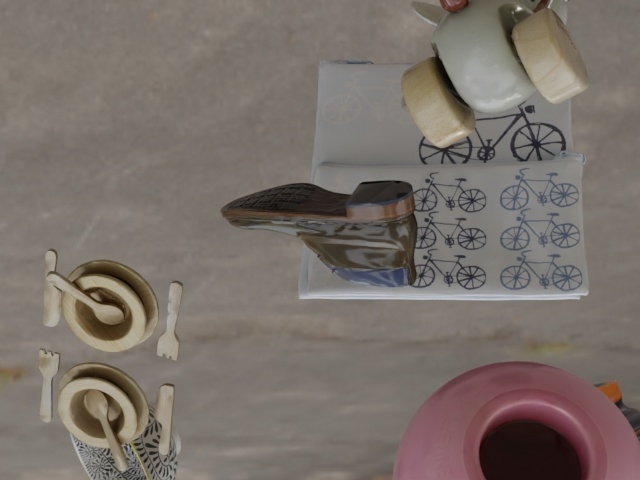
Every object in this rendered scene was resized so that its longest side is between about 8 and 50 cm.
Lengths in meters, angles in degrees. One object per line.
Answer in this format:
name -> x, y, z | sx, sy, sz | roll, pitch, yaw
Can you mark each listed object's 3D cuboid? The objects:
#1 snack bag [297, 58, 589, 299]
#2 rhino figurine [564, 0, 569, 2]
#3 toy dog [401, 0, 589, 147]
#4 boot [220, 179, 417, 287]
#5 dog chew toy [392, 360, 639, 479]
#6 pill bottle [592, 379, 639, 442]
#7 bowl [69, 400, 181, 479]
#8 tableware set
snack bag -> 0.144, -0.083, 1.445 | 0.323, 0.342, 0.037 | 0, 150, 10
rhino figurine -> 0.399, -0.374, 1.653 | 0.243, 0.106, 0.073 | -22, 136, 7
toy dog -> 0.161, -0.217, 1.206 | 0.220, 0.161, 0.333 | -27, -166, 5
boot -> 0.000, 0.000, 1.298 | 0.219, 0.106, 0.082 | 0, -155, 28
dog chew toy -> 0.162, 0.238, 1.083 | 0.207, 0.206, 0.332 | -2, 153, 0
pill bottle -> 0.445, 0.339, 1.883 | 0.130, 0.245, 0.130 | -17, 175, -2
bowl -> -0.217, 0.238, 1.461 | 0.080, 0.170, 0.170 | -30, 179, -34
tableware set -> -0.190, 0.106, 1.076 | 0.128, 0.039, 0.194 | 14, 120, 8
